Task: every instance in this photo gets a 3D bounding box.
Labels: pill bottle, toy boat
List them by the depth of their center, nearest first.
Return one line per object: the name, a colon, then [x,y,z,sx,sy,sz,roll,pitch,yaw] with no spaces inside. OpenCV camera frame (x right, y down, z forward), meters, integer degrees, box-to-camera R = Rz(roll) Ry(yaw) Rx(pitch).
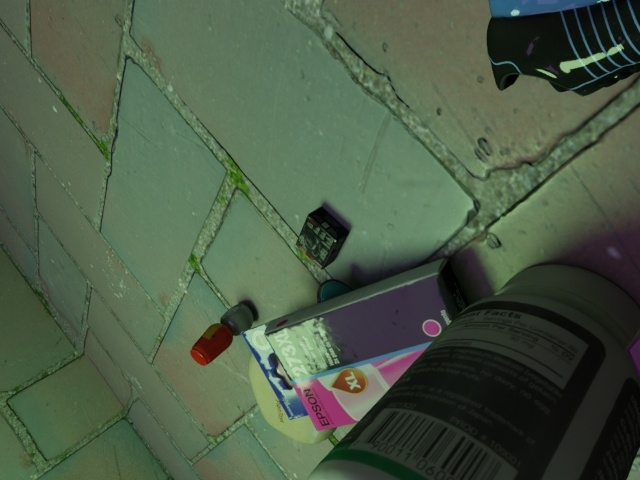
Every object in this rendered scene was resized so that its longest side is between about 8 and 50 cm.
pill bottle: [0.170,0.177,0.479,0.204,0.361,0.204,26,132,33]
toy boat: [-0.089,0.229,0.980,0.319,0.148,0.267,24,136,24]

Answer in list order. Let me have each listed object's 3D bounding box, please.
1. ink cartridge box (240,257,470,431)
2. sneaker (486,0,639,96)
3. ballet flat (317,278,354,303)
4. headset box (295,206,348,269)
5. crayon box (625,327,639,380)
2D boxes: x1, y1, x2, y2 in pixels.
ink cartridge box: [0.047,0.168,0.743,0.371,0.069,0.175,-23,98,31]
sneaker: [0.241,-0.162,0.406,0.232,0.081,0.090,20,131,46]
ballet flat: [0.065,0.145,0.804,0.203,0.074,0.074,49,141,2]
headset box: [0.000,0.000,0.798,0.062,0.032,0.083,43,140,17]
crayon box: [0.381,-0.011,0.220,0.314,0.106,0.362,8,127,3]
